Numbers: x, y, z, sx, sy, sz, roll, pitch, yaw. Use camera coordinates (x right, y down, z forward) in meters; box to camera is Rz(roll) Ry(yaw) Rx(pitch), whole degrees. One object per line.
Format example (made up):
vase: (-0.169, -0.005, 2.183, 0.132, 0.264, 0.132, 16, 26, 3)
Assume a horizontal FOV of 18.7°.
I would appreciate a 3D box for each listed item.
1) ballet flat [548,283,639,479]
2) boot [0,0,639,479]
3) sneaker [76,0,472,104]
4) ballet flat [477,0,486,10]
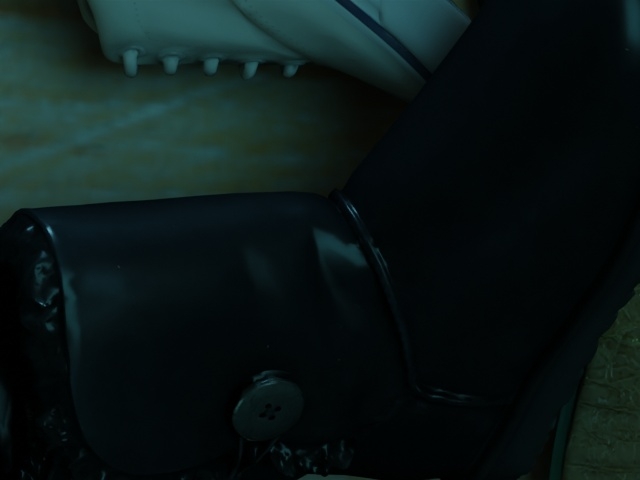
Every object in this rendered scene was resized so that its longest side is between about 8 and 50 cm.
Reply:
ballet flat: (0.184, 0.007, 0.753, 0.116, 0.124, 0.342, 28, 75, -39)
boot: (0.000, 0.000, 0.635, 0.207, 0.094, 0.246, -4, 132, -28)
sneaker: (-0.040, -0.098, 0.687, 0.258, 0.094, 0.091, 32, 103, -24)
ballet flat: (0.095, -0.068, 0.759, 0.057, 0.049, 0.173, -4, 89, -27)
